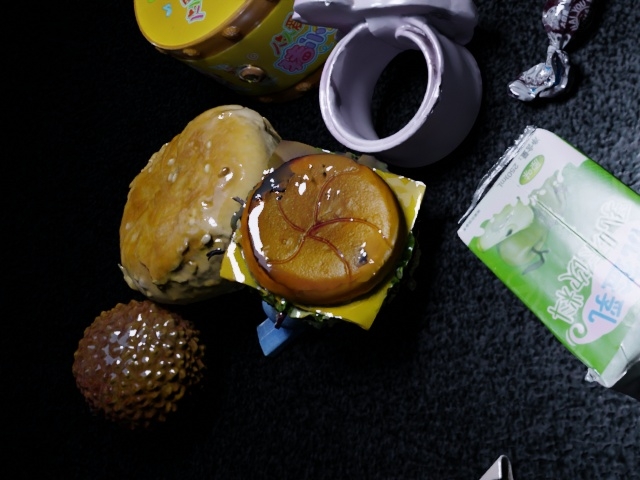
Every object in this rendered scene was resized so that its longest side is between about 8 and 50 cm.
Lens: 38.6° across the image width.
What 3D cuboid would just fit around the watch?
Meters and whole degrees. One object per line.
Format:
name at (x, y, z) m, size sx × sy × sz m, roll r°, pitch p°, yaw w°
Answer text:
watch at (0.077, -0.213, 1.181) m, size 0.248 × 0.211 × 0.217 m, roll 4°, pitch 84°, yaw 38°

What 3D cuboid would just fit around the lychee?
lychee at (-0.268, 0.189, 1.353) m, size 0.238 × 0.200 × 0.200 m, roll -48°, pitch 45°, yaw 29°

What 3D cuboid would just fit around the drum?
drum at (-0.087, -0.438, 1.423) m, size 0.431 × 0.214 × 0.431 m, roll -21°, pitch 58°, yaw 38°

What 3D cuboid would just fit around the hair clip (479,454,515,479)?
hair clip at (0.149, 0.333, 0.965) m, size 0.072 × 0.034 × 0.226 m, roll 7°, pitch 77°, yaw 48°

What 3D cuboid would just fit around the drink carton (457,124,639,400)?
drink carton at (0.272, 0.019, 0.922) m, size 0.161 × 0.108 × 0.271 m, roll -54°, pitch 43°, yaw 14°

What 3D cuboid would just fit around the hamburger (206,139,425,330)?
hamburger at (0.000, 0.000, 1.136) m, size 0.262 × 0.138 × 0.243 m, roll 24°, pitch 70°, yaw 9°

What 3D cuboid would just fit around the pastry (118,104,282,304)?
pastry at (-0.150, -0.038, 1.329) m, size 0.316 × 0.184 × 0.284 m, roll -39°, pitch 42°, yaw 29°

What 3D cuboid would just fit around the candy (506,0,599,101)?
candy at (0.285, -0.269, 1.083) m, size 0.094 × 0.051 × 0.226 m, roll 22°, pitch 89°, yaw 51°

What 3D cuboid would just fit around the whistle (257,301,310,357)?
whistle at (-0.050, 0.091, 1.243) m, size 0.158 × 0.090 × 0.090 m, roll -42°, pitch 47°, yaw 25°
